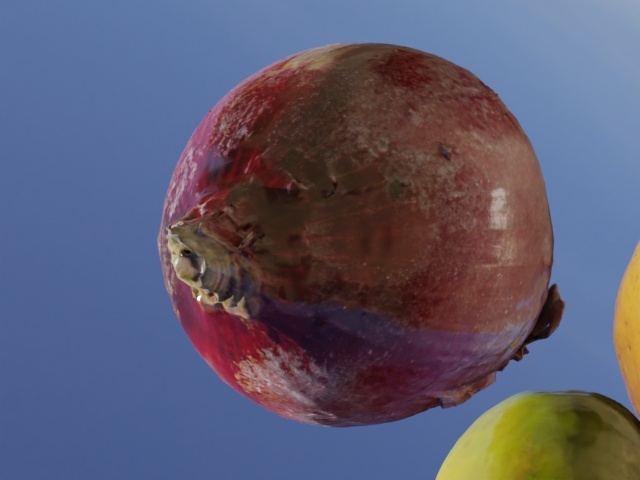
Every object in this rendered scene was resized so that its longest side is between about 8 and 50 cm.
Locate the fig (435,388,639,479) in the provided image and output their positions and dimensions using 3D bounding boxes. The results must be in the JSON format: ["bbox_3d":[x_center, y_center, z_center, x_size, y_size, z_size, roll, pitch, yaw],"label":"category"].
[{"bbox_3d":[0.111,0.141,0.882,0.121,0.153,0.136,24,-143,0],"label":"fig"}]

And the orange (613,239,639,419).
[{"bbox_3d":[0.306,0.049,1.187,0.249,0.183,0.249,22,-129,-30],"label":"orange"}]

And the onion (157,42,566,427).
[{"bbox_3d":[0.000,0.000,0.715,0.159,0.159,0.195,43,-152,22],"label":"onion"}]
